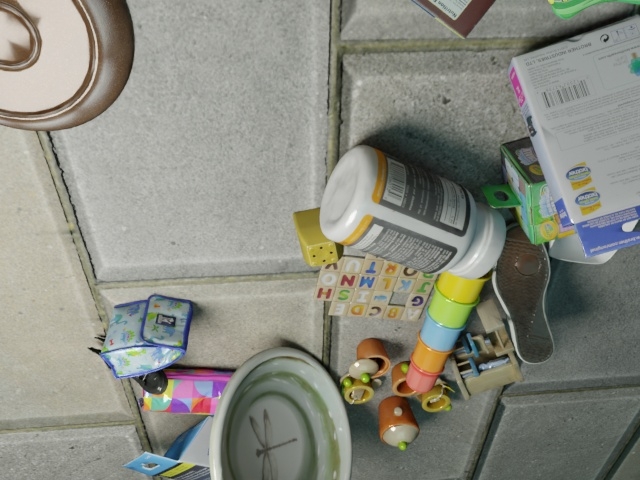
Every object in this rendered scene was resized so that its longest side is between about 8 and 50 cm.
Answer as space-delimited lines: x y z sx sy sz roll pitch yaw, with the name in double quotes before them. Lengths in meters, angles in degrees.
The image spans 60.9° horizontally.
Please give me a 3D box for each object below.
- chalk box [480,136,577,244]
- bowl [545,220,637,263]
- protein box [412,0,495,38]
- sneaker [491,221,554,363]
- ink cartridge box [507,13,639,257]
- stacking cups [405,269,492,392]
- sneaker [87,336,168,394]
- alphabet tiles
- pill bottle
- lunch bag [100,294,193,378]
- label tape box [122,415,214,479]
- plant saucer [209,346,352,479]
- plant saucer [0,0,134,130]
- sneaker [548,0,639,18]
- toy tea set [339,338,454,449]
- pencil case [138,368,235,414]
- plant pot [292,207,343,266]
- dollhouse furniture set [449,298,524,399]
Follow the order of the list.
"chalk box" 0.380 -0.090 0.899 0.213 0.132 0.132 -16 128 8
"bowl" 0.497 -0.029 1.012 0.142 0.053 0.142 7 128 -13
"protein box" 0.152 -0.373 0.602 0.136 0.199 0.201 26 121 -24
"sneaker" 0.395 0.091 1.079 0.106 0.123 0.290 -7 108 14
"ink cartridge box" 0.409 -0.144 0.778 0.186 0.310 0.065 -17 169 7
"stacking cups" 0.239 0.172 1.099 0.096 0.096 0.316 8 122 -13
"sneaker" -0.382 0.249 1.081 0.051 0.170 0.089 -59 144 -3
"alphabet tiles" 0.112 0.083 1.083 0.237 0.009 0.198 5 128 -12
"pill bottle" 0.152 -0.037 0.894 0.279 0.162 0.162 20 123 -20
"lunch bag" -0.320 0.176 1.029 0.151 0.128 0.096 -10 129 2
"label tape box" -0.247 0.489 1.252 0.348 0.115 0.249 21 144 -20
"plant saucer" -0.089 0.424 1.113 0.101 0.400 0.400 -19 132 37
"plant saucer" -0.409 -0.275 0.713 0.311 0.050 0.310 -4 129 -5
"sneaker" 0.429 -0.386 0.705 0.296 0.109 0.123 -21 151 7
"toy tea set" 0.162 0.365 1.237 0.200 0.124 0.336 -38 123 22
"pencil case" -0.270 0.325 1.175 0.237 0.104 0.104 7 127 -13
"plant pot" 0.000 0.000 0.955 0.081 0.083 0.081 -11 129 2
"dollhouse furniture set" 0.322 0.210 1.134 0.129 0.129 0.183 -23 124 11
